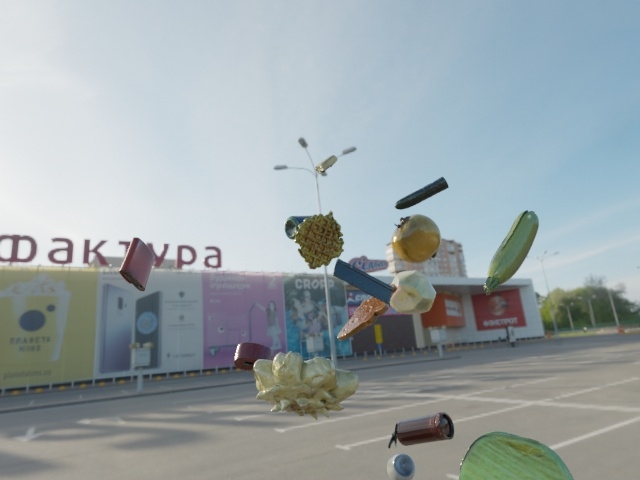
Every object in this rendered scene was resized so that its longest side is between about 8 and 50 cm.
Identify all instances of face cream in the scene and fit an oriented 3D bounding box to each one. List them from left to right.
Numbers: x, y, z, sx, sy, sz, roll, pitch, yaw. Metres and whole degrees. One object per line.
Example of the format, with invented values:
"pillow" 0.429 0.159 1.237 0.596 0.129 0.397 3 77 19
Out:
"face cream" 0.343 0.968 1.749 0.117 0.117 0.104 -3 -40 -8

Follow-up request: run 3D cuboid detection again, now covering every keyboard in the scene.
"keyboard" 0.123 0.119 1.189 0.196 0.060 0.018 29 -34 -12

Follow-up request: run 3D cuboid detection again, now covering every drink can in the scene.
"drink can" -0.071 -0.065 2.010 0.205 0.118 0.118 -5 -11 -43

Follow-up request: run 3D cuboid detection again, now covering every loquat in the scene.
"loquat" 0.291 -0.006 1.260 0.163 0.163 0.137 -10 16 18

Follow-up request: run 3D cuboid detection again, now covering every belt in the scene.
"belt" -0.344 0.602 2.143 0.201 0.124 0.128 19 -52 -16

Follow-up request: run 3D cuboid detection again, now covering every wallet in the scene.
"wallet" -0.776 0.100 1.755 0.045 0.204 0.142 -18 -49 11

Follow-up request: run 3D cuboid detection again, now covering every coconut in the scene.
"coconut" 0.452 0.252 2.015 0.237 0.236 0.197 -19 1 41

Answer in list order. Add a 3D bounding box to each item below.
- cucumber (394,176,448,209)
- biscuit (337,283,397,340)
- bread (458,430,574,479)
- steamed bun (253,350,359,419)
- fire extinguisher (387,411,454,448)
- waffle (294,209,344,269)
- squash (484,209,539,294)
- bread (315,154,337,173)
"cucumber" 0.236 -0.107 0.974 0.133 0.032 0.032 -27 -19 7
"biscuit" 0.171 0.259 1.470 0.280 0.043 0.183 -46 7 -9
"bread" 0.510 0.658 1.070 0.301 0.301 0.045 -6 -33 5
"steamed bun" -0.040 0.420 1.143 0.292 0.137 0.295 1 -36 5
"fire extinguisher" 0.370 0.732 1.575 0.105 0.104 0.269 10 -32 -44
"waffle" -0.001 0.000 1.863 0.245 0.254 0.052 -32 21 -25
"squash" 0.616 0.046 1.336 0.094 0.341 0.094 32 -16 11
"bread" 0.022 -0.256 1.381 0.070 0.035 0.083 -39 7 -12
